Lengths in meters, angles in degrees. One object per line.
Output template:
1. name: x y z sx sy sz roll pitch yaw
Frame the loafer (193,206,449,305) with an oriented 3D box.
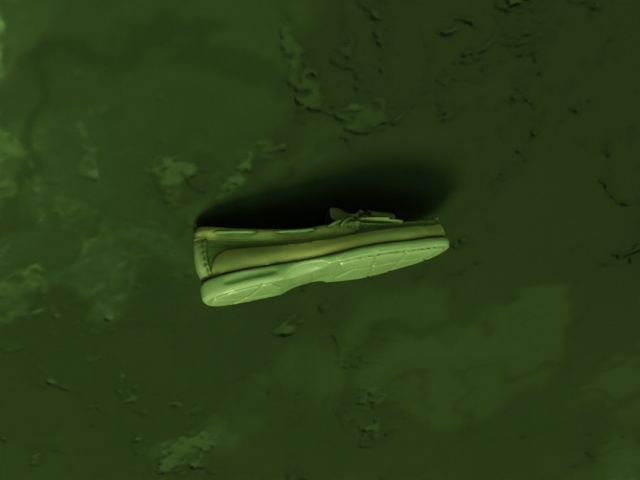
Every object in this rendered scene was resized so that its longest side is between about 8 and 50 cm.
1. loafer: 0.000 0.000 0.810 0.125 0.039 0.045 -12 166 -13
